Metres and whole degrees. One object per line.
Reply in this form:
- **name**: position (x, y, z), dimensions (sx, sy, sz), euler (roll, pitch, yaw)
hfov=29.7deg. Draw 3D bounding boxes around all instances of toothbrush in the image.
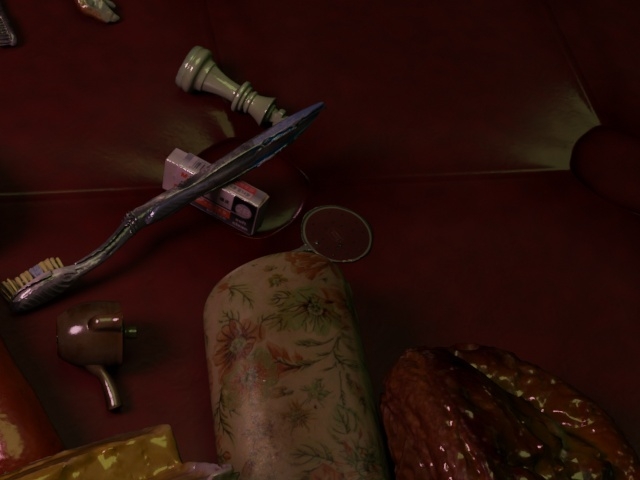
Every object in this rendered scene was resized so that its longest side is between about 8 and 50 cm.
- **toothbrush**: position (-0.445, -0.357, 1.534), dimensions (0.031, 0.023, 0.321), euler (-8, 54, -31)
- **toothbrush**: position (-0.157, -0.043, 1.294), dimensions (0.413, 0.035, 0.042), euler (-33, 61, -19)

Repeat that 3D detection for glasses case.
- **glasses case**: position (-0.019, 0.194, 1.135), dimensions (0.156, 0.098, 0.425), euler (-16, 53, 6)

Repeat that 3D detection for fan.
- **fan**: position (0.000, 0.000, 1.371), dimensions (0.133, 0.005, 0.085), euler (-25, 62, -31)

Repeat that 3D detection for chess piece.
- **chess piece**: position (-0.100, -0.174, 1.459), dimensions (0.149, 0.059, 0.059), euler (32, 51, 4)

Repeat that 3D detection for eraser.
- **eraser**: position (-0.118, -0.055, 1.354), dimensions (0.122, 0.052, 0.029), euler (28, 49, 9)

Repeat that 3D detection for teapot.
- **teapot**: position (-0.217, 0.111, 1.183), dimensions (0.080, 0.085, 0.110), euler (-2, 72, -14)

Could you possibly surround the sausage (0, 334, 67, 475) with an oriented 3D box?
- **sausage**: position (-0.330, 0.126, 1.134), dimensions (0.089, 0.083, 0.300), euler (-16, 58, -40)

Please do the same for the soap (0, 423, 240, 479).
- **soap**: position (-0.244, 0.263, 0.897), dimensions (0.338, 0.304, 0.169), euler (-17, 87, -26)

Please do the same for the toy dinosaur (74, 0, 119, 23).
- **toy dinosaur**: position (-0.385, -0.437, 1.572), dimensions (0.392, 0.092, 0.205), euler (33, 56, 1)

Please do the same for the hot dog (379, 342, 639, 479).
- **hot dog**: position (0.185, 0.250, 1.097), dimensions (0.266, 0.174, 0.388), euler (15, 44, -34)
